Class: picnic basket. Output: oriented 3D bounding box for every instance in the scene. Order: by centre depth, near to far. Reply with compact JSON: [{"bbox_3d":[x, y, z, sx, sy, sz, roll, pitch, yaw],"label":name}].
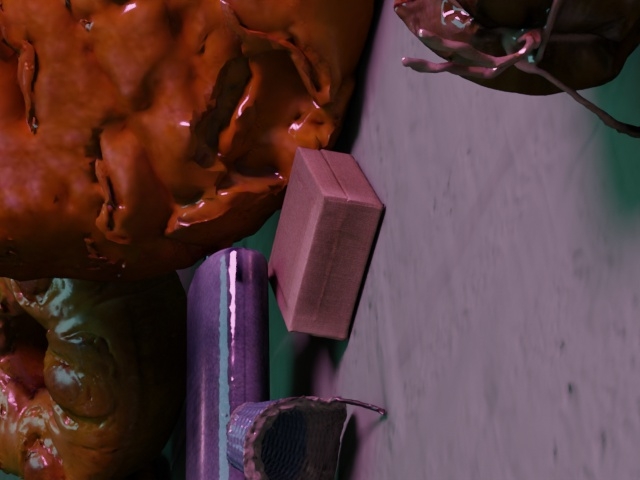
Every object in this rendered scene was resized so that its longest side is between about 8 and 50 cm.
[{"bbox_3d":[-0.007,0.105,0.791,0.083,0.083,0.065,10,89,31],"label":"picnic basket"}]

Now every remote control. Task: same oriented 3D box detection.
[{"bbox_3d":[-0.048,0.197,0.845,0.107,0.044,0.378,113,157,-67],"label":"remote control"}]

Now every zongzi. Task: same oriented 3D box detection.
[{"bbox_3d":[0.071,-0.136,0.612,0.241,0.111,0.248,86,-177,-74],"label":"zongzi"}]

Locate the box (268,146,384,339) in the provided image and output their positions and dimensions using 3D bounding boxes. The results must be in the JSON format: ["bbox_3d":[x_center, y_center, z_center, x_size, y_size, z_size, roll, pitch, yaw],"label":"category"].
[{"bbox_3d":[0.000,0.000,0.870,0.083,0.035,0.079,-114,36,-65],"label":"box"}]

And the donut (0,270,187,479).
[{"bbox_3d":[-0.193,0.077,1.205,0.226,0.114,0.227,8,103,41],"label":"donut"}]

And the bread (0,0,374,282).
[{"bbox_3d":[-0.146,-0.175,0.940,0.215,0.398,0.398,-87,11,-74],"label":"bread"}]

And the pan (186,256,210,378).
[{"bbox_3d":[-0.073,0.050,1.131,0.068,0.023,0.115,172,105,-76],"label":"pan"}]

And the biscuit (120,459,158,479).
[{"bbox_3d":[-0.175,0.270,1.297,0.220,0.066,0.220,-172,90,-78],"label":"biscuit"}]
